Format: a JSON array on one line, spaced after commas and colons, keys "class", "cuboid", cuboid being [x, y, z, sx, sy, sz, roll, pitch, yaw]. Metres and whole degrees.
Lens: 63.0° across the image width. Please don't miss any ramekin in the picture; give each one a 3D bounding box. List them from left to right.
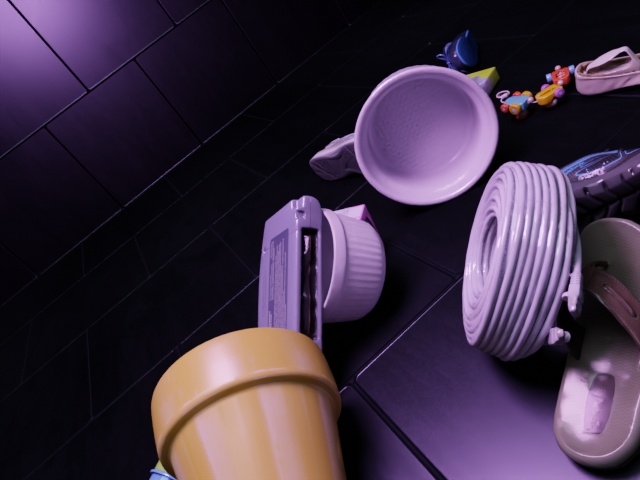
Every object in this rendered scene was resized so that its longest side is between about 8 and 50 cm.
[{"class": "ramekin", "cuboid": [0.029, 0.050, 0.935, 0.207, 0.109, 0.206, -174, 90, -67]}, {"class": "ramekin", "cuboid": [0.208, -0.223, 1.068, 0.277, 0.277, 0.135, -27, 22, 17]}]

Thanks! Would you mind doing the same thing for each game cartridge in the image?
[{"class": "game cartridge", "cuboid": [-0.057, 0.090, 0.922, 0.198, 0.062, 0.296, 146, 127, -65]}]

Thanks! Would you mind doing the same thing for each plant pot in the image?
[{"class": "plant pot", "cuboid": [-0.075, 0.283, 0.670, 0.254, 0.254, 0.239, -34, 43, 5]}]

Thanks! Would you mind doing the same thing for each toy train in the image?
[{"class": "toy train", "cuboid": [0.478, -0.319, 1.143, 0.167, 0.046, 0.125, -18, 32, 25]}]

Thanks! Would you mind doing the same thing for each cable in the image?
[{"class": "cable", "cuboid": [0.247, 0.027, 0.679, 0.089, 0.257, 0.256, 10, 64, 6]}]

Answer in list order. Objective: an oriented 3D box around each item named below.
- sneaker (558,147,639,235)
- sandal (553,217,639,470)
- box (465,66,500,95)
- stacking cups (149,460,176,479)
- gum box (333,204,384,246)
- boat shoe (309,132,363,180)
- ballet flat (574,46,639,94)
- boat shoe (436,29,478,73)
[{"class": "sneaker", "cuboid": [0.454, -0.098, 0.751, 0.341, 0.125, 0.139, -15, 33, 33]}, {"class": "sandal", "cuboid": [0.322, 0.097, 0.589, 0.120, 0.086, 0.302, -18, 44, 53]}, {"class": "box", "cuboid": [0.372, -0.366, 1.330, 0.109, 0.042, 0.178, -2, 43, 47]}, {"class": "stacking cups", "cuboid": [-0.250, 0.403, 0.813, 0.096, 0.096, 0.316, -10, 38, 40]}, {"class": "gum box", "cuboid": [0.030, 0.001, 1.072, 0.189, 0.107, 0.062, -12, 37, 27]}, {"class": "boat shoe", "cuboid": [0.100, -0.233, 1.362, 0.321, 0.118, 0.103, -7, 44, 53]}, {"class": "ballet flat", "cuboid": [0.605, -0.333, 0.979, 0.249, 0.086, 0.086, -4, 42, 45]}, {"class": "boat shoe", "cuboid": [0.401, -0.530, 1.508, 0.089, 0.109, 0.258, -26, 13, 33]}]
